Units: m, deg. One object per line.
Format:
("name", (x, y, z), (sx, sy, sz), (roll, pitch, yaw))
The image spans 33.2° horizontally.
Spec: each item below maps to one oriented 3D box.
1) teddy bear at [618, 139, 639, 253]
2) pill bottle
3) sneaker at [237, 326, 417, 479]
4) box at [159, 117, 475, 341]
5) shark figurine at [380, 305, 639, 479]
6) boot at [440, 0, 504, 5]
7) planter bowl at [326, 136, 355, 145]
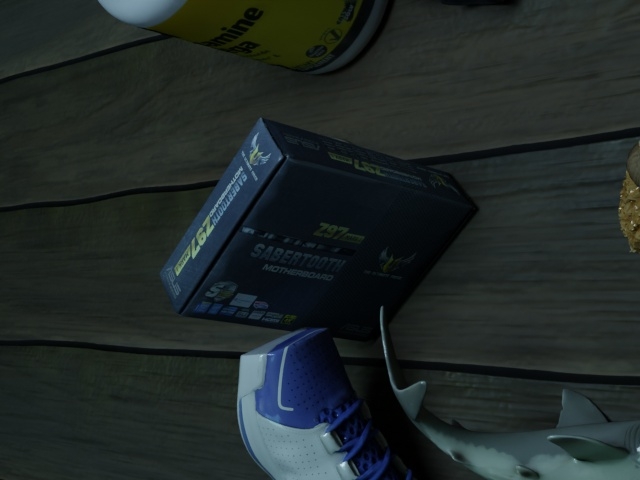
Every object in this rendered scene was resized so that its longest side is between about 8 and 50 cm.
("teddy bear", (0.334, -0.092, 0.719), (0.338, 0.113, 0.245), (-19, 69, 43))
("pill bottle", (-0.103, -0.282, 1.033), (0.188, 0.334, 0.188), (-8, 78, 45))
("sneaker", (0.051, 0.227, 0.943), (0.182, 0.127, 0.316), (-4, 104, 36))
("box", (0.000, 0.000, 0.961), (0.183, 0.232, 0.059), (-54, 46, 25))
("shark figurine", (0.172, 0.145, 0.841), (0.116, 0.278, 0.166), (-74, -7, -49))
("boot", (0.038, -0.354, 0.956), (0.338, 0.118, 0.223), (25, 102, 10))
("planter bowl", (-0.035, -0.033, 1.091), (0.162, 0.109, 0.162), (-8, 79, 46))
